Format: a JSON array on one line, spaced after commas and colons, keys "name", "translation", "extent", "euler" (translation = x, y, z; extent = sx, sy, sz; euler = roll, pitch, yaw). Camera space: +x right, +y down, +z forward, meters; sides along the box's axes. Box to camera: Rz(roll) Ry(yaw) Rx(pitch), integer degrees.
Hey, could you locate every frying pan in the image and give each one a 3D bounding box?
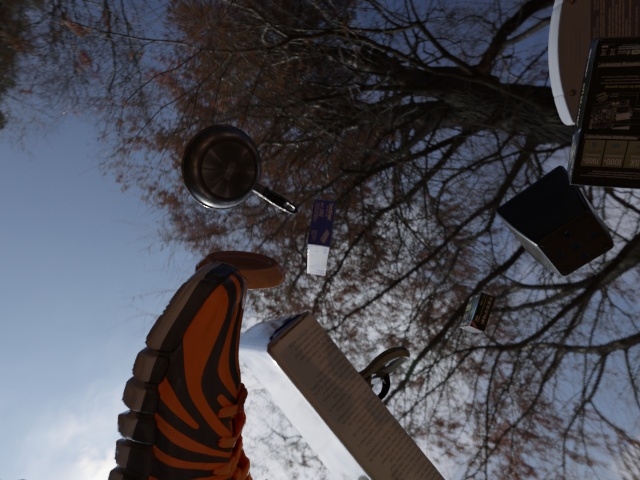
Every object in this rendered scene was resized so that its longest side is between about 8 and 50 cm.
[{"name": "frying pan", "translation": [-0.190, -0.121, 1.024], "extent": [0.197, 0.053, 0.326], "euler": [-45, -56, -16]}]

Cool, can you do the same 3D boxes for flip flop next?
[{"name": "flip flop", "translation": [0.150, 0.383, 1.145], "extent": [0.112, 0.080, 0.277], "euler": [6, -47, -40]}]

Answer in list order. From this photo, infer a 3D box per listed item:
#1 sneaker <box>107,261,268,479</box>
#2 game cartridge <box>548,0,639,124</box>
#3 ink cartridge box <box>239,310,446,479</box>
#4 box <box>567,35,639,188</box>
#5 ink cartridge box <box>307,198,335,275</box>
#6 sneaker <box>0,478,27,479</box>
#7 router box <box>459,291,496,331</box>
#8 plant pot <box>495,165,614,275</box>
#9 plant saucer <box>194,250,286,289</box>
[{"name": "sneaker", "translation": [-0.076, 0.189, 0.371], "extent": [0.179, 0.124, 0.322], "euler": [18, -83, 7]}, {"name": "game cartridge", "translation": [0.565, -0.388, 0.853], "extent": [0.195, 0.060, 0.295], "euler": [-5, -80, 3]}, {"name": "ink cartridge box", "translation": [0.022, 0.245, 0.559], "extent": [0.071, 0.324, 0.330], "euler": [-40, -88, -22]}, {"name": "box", "translation": [0.362, -0.128, 0.429], "extent": [0.180, 0.077, 0.148], "euler": [8, -65, 25]}, {"name": "ink cartridge box", "translation": [0.000, 0.000, 0.913], "extent": [0.046, 0.207, 0.097], "euler": [8, -109, 1]}, {"name": "sneaker", "translation": [-0.258, 0.262, 0.297], "extent": [0.122, 0.146, 0.330], "euler": [-11, -16, -36]}, {"name": "router box", "translation": [0.402, 0.187, 1.100], "extent": [0.038, 0.122, 0.092], "euler": [22, -100, 10]}, {"name": "plant pot", "translation": [0.571, -0.029, 1.025], "extent": [0.188, 0.167, 0.187], "euler": [-38, -68, 23]}, {"name": "plant saucer", "translation": [-0.174, 0.059, 0.942], "extent": [0.199, 0.200, 0.037], "euler": [4, -78, -16]}]
